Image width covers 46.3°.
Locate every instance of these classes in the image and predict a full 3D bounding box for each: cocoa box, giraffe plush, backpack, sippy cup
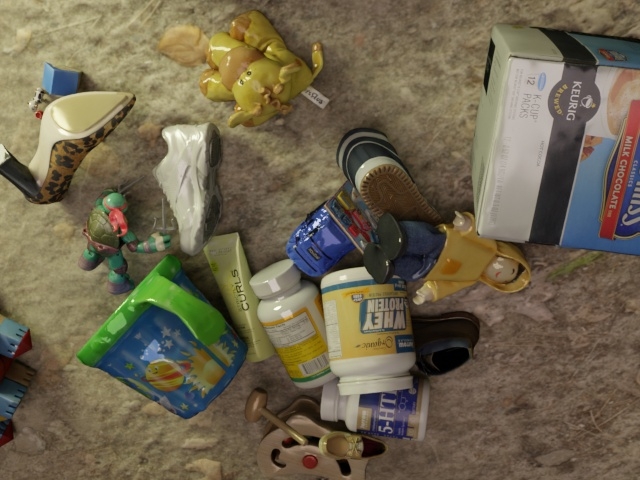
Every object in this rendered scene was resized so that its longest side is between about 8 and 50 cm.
[{"bbox_3d":[0.336,-0.152,1.008,0.228,0.347,0.231,8,112,7],"label":"cocoa box"},{"bbox_3d":[-0.095,-0.243,1.144,0.210,0.170,0.181,20,112,2],"label":"giraffe plush"},{"bbox_3d":[0.000,0.000,1.258,0.120,0.101,0.098,-39,93,24],"label":"backpack"},{"bbox_3d":[-0.257,0.180,1.294,0.224,0.305,0.240,42,91,-7],"label":"sippy cup"}]

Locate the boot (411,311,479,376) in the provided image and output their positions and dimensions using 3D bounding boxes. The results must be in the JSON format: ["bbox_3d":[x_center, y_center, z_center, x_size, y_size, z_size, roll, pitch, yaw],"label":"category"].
[{"bbox_3d":[0.167,0.186,1.293,0.219,0.106,0.082,-18,106,15],"label":"boot"}]

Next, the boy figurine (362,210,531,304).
[{"bbox_3d":[0.207,0.035,1.181,0.285,0.092,0.177,11,122,-28],"label":"boy figurine"}]

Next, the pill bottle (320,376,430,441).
[{"bbox_3d":[0.099,0.292,1.342,0.187,0.112,0.111,6,111,8],"label":"pill bottle"}]

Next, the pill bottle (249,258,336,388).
[{"bbox_3d":[-0.039,0.143,1.307,0.118,0.117,0.208,-22,105,17],"label":"pill bottle"}]

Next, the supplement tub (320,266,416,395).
[{"bbox_3d":[0.081,0.149,1.238,0.145,0.144,0.199,-9,80,13],"label":"supplement tub"}]

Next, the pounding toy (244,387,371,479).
[{"bbox_3d":[-0.036,0.394,1.379,0.270,0.155,0.154,27,108,-1],"label":"pounding toy"}]

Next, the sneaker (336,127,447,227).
[{"bbox_3d":[0.119,-0.067,1.220,0.099,0.153,0.282,-33,135,5],"label":"sneaker"}]

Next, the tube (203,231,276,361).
[{"bbox_3d":[-0.145,0.101,1.343,0.070,0.062,0.240,-19,104,-5],"label":"tube"}]

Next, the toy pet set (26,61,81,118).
[{"bbox_3d":[-0.434,-0.235,1.264,0.122,0.065,0.114,18,112,2],"label":"toy pet set"}]

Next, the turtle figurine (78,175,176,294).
[{"bbox_3d":[-0.351,-0.019,1.288,0.175,0.118,0.234,51,134,25],"label":"turtle figurine"}]

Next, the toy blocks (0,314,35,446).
[{"bbox_3d":[-0.690,0.272,1.455,0.261,0.190,0.381,27,114,-13],"label":"toy blocks"}]

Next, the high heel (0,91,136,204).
[{"bbox_3d":[-0.410,-0.157,1.282,0.261,0.186,0.093,-28,69,-2],"label":"high heel"}]

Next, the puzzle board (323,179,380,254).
[{"bbox_3d":[0.067,-0.032,1.236,0.011,0.096,0.128,-30,103,40],"label":"puzzle board"}]

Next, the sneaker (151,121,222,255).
[{"bbox_3d":[-0.232,-0.091,1.280,0.115,0.090,0.232,8,102,14],"label":"sneaker"}]

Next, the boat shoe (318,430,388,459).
[{"bbox_3d":[0.060,0.360,1.313,0.045,0.135,0.050,-23,64,51],"label":"boat shoe"}]

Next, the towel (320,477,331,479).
[{"bbox_3d":[-0.007,0.594,1.507,0.282,0.049,0.187,-41,99,20],"label":"towel"}]
